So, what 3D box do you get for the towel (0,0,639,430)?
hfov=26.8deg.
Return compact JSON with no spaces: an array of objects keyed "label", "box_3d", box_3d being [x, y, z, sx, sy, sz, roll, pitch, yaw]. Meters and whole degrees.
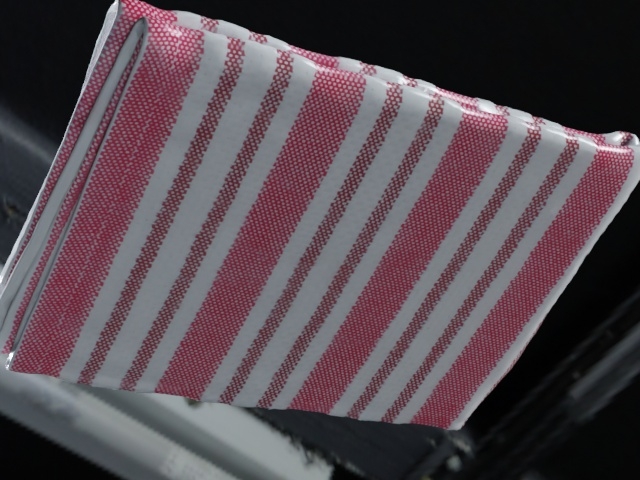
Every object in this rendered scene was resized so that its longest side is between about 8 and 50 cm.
[{"label":"towel","box_3d":[0.000,0.000,0.453,0.197,0.029,0.144,11,-51,-26]}]
